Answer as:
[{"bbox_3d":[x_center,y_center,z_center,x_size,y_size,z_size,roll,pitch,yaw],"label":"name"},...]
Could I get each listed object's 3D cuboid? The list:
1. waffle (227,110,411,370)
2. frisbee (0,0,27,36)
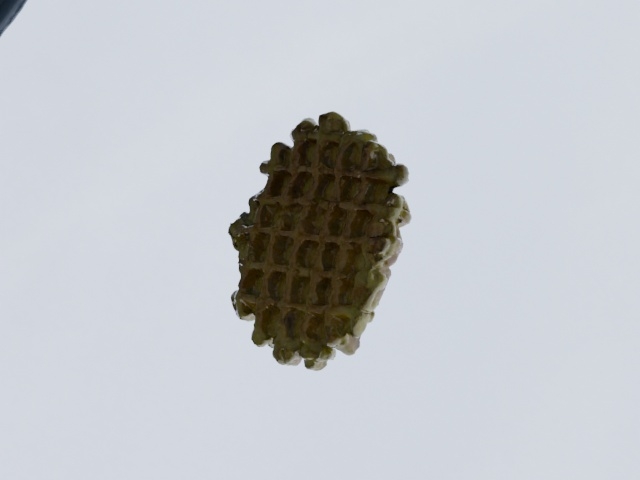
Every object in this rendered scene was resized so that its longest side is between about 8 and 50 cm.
[{"bbox_3d":[-0.004,0.000,1.302,0.191,0.038,0.191,-14,-110,43],"label":"waffle"},{"bbox_3d":[-0.300,-0.237,1.229,0.289,0.049,0.289,-1,-94,18],"label":"frisbee"}]
